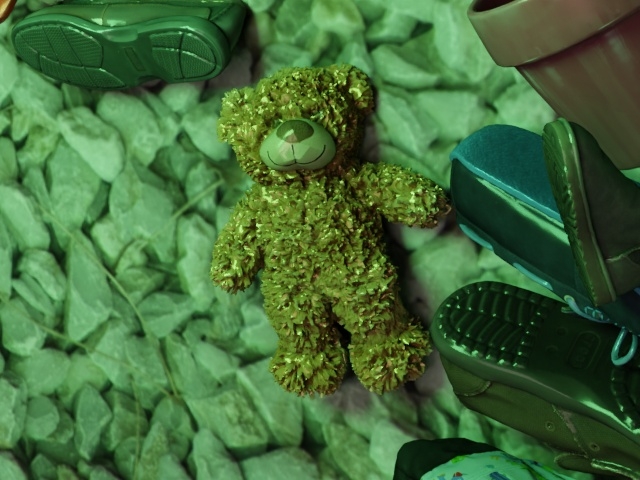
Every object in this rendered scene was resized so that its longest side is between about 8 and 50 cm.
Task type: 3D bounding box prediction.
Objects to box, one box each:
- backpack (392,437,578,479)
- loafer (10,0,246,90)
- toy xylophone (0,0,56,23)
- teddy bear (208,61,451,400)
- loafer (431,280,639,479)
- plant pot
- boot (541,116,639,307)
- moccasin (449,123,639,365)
[{"bbox_3d":[0.226,0.353,1.292,0.355,0.273,0.290,-155,64,-69],"label":"backpack"},{"bbox_3d":[-0.194,-0.212,1.492,0.267,0.084,0.096,6,137,30],"label":"loafer"},{"bbox_3d":[-0.370,-0.383,1.510,0.322,0.081,0.236,35,93,21],"label":"toy xylophone"},{"bbox_3d":[0.000,0.000,1.418,0.245,0.113,0.338,12,109,22],"label":"teddy bear"},{"bbox_3d":[0.274,0.153,1.326,0.366,0.134,0.130,25,144,26],"label":"loafer"},{"bbox_3d":[0.252,-0.167,1.208,0.201,0.201,0.180,-25,107,30],"label":"plant pot"},{"bbox_3d":[0.290,-0.051,1.139,0.208,0.076,0.190,-21,128,4],"label":"boot"},{"bbox_3d":[0.261,0.016,1.290,0.342,0.137,0.117,40,144,32],"label":"moccasin"}]
